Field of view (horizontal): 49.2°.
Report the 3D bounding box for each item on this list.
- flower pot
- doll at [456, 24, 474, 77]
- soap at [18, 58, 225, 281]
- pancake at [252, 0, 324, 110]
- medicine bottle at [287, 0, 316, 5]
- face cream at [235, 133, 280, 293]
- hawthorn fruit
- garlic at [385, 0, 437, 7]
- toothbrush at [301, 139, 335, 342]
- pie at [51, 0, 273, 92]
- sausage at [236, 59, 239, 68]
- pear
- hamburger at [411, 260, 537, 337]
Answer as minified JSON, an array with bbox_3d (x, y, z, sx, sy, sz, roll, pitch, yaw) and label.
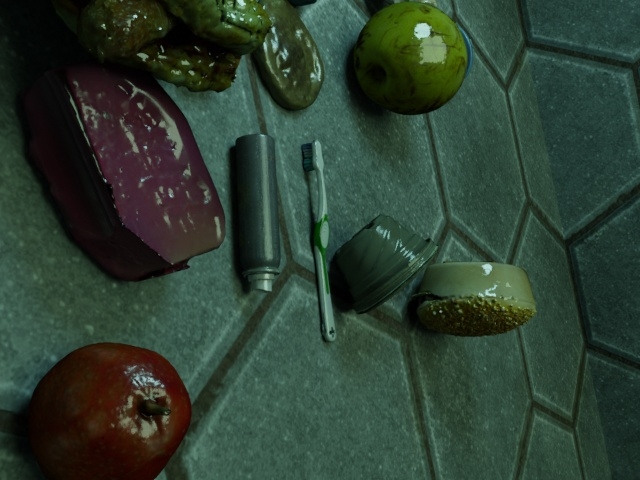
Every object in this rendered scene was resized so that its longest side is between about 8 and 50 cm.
[{"bbox_3d":[0.124,0.035,1.477,0.140,0.235,0.235,52,37,-1],"label":"flower pot"},{"bbox_3d":[0.359,-0.539,2.029,0.314,0.141,0.177,-26,106,-52],"label":"doll"},{"bbox_3d":[-0.268,-0.092,0.988,0.220,0.127,0.325,-34,110,-52],"label":"soap"},{"bbox_3d":[-0.057,-0.389,1.449,0.242,0.050,0.242,20,66,-53],"label":"pancake"},{"bbox_3d":[-0.049,-0.620,1.493,0.124,0.079,0.258,33,52,-68],"label":"medicine bottle"},{"bbox_3d":[-0.111,-0.048,1.251,0.073,0.073,0.283,11,72,-54],"label":"face cream"},{"bbox_3d":[-0.243,0.214,0.849,0.196,0.225,0.197,19,62,-39],"label":"hawthorn fruit"},{"bbox_3d":[0.233,-0.773,1.762,0.231,0.340,0.246,14,33,-21],"label":"garlic"},{"bbox_3d":[0.004,-0.001,1.438,0.042,0.040,0.418,2,79,-58],"label":"toothbrush"},{"bbox_3d":[-0.268,-0.392,0.960,0.418,0.180,0.395,50,21,15],"label":"pie"},{"bbox_3d":[-0.199,-0.418,1.205,0.105,0.105,0.274,-6,86,-56],"label":"sausage"},{"bbox_3d":[0.212,-0.432,1.683,0.283,0.283,0.284,21,64,-52],"label":"pear"},{"bbox_3d":[0.383,0.151,1.731,0.302,0.302,0.170,20,71,-52],"label":"hamburger"}]
